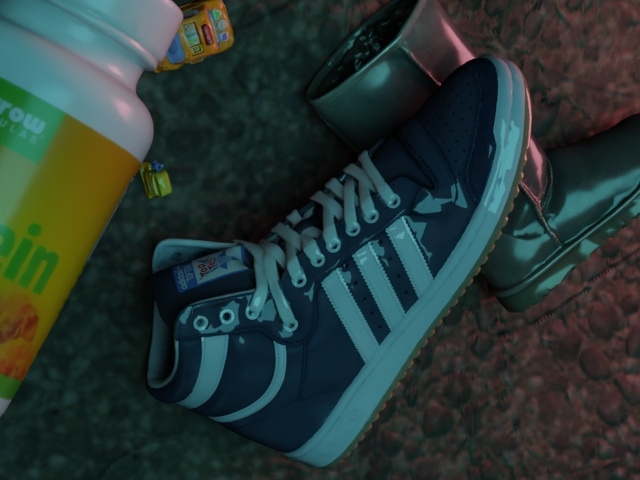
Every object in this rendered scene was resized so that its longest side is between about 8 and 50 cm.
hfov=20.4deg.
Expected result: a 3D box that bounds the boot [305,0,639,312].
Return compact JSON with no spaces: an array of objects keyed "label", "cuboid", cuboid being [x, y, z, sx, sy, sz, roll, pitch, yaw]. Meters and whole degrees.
[{"label":"boot","cuboid":[0.117,-0.080,1.131,0.189,0.076,0.208,-44,106,-13]}]

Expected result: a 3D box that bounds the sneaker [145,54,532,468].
[{"label":"sneaker","cuboid":[0.000,0.000,1.037,0.153,0.099,0.282,21,110,-24]}]

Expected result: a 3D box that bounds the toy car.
[{"label":"toy car","cuboid":[-0.075,-0.084,1.052,0.060,0.040,0.122,-4,99,-24]}]

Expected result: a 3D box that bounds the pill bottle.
[{"label":"pill bottle","cuboid":[-0.175,-0.040,0.959,0.136,0.136,0.245,30,85,-25]}]
